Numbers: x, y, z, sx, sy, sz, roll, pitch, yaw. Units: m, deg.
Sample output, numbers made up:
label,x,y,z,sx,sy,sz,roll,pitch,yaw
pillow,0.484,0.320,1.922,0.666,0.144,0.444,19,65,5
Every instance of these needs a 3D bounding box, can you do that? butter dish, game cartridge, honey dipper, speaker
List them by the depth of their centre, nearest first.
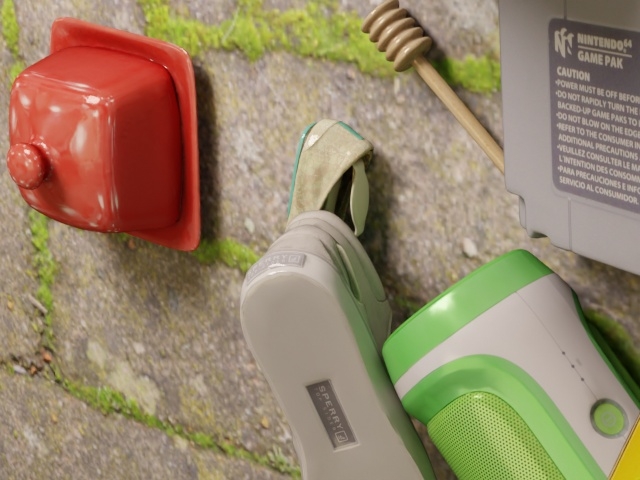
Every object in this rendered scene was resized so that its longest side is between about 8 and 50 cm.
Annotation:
label,x,y,z,sx,sy,sz,roll,pitch,yaw
game cartridge,0.198,-0.070,0.814,0.294,0.060,0.196,23,126,55
speaker,0.162,0.154,0.939,0.296,0.131,0.131,55,135,12
honey dipper,0.086,-0.081,0.986,0.161,0.030,0.030,50,134,11
butter dish,-0.175,-0.067,1.171,0.160,0.118,0.160,19,119,38

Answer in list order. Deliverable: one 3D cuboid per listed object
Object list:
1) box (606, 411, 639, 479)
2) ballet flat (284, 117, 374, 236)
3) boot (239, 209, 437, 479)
label,x,y,z,sx,sy,sz,roll,pitch,yaw
box,0.304,0.202,0.710,0.279,0.177,0.290,-7,128,45
ballet flat,0.000,0.000,1.080,0.052,0.057,0.168,25,123,23
boot,0.029,0.106,1.037,0.095,0.123,0.258,-11,109,18
